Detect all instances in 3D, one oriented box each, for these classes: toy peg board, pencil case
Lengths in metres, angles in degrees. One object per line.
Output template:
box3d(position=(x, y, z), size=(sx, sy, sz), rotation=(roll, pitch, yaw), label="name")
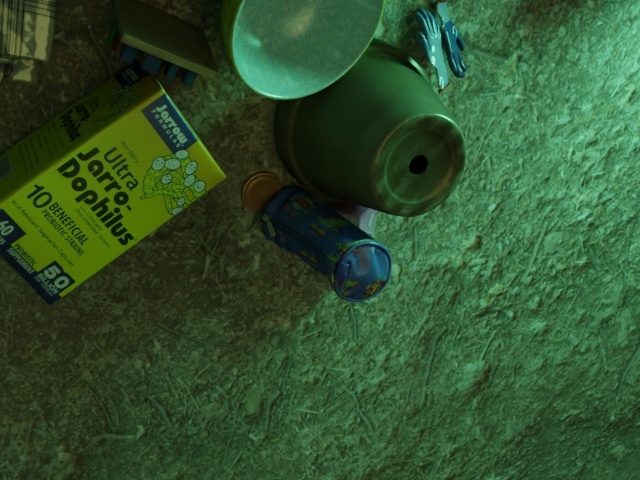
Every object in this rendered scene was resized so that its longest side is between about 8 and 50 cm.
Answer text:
box3d(position=(-0.265, -0.306, 1.297), size=(0.161, 0.160, 0.079), rotation=(17, 122, -31), label="toy peg board")
box3d(position=(0.000, 0.000, 1.487), size=(0.133, 0.306, 0.119), rotation=(-2, 114, -34), label="pencil case")

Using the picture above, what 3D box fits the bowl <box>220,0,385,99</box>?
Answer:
box3d(position=(-0.054, -0.395, 1.324), size=(0.290, 0.156, 0.289), rotation=(-24, 142, -20), label="bowl")

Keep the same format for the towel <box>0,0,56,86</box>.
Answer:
box3d(position=(-0.546, -0.393, 1.172), size=(0.312, 0.056, 0.324), rotation=(3, 114, -27), label="towel")

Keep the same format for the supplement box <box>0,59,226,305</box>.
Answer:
box3d(position=(-0.372, -0.100, 1.320), size=(0.357, 0.195, 0.194), rotation=(-37, 125, -5), label="supplement box")

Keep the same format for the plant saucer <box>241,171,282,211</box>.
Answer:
box3d(position=(-0.113, -0.093, 1.559), size=(0.084, 0.013, 0.083), rotation=(-11, 119, -20), label="plant saucer")

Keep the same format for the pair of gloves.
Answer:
box3d(position=(0.229, -0.370, 1.512), size=(0.198, 0.023, 0.159), rotation=(-43, 119, -54), label="pair of gloves")

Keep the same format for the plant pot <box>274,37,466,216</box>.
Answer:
box3d(position=(0.115, -0.183, 1.463), size=(0.323, 0.280, 0.323), rotation=(-12, 120, -22), label="plant pot")

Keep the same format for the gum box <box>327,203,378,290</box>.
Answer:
box3d(position=(0.067, 0.012, 1.637), size=(0.107, 0.062, 0.188), rotation=(-40, 139, -55), label="gum box")
